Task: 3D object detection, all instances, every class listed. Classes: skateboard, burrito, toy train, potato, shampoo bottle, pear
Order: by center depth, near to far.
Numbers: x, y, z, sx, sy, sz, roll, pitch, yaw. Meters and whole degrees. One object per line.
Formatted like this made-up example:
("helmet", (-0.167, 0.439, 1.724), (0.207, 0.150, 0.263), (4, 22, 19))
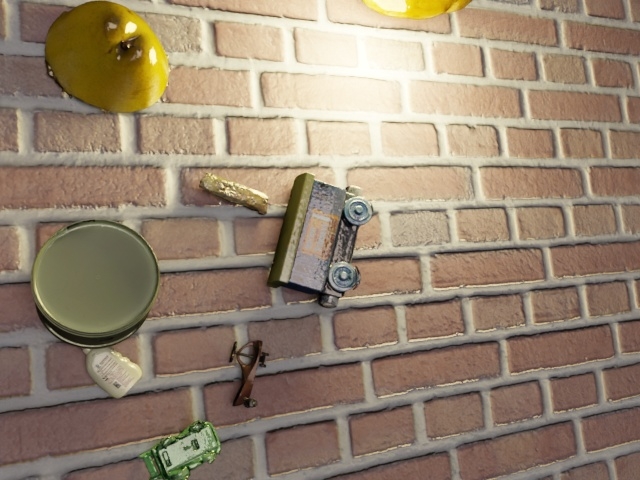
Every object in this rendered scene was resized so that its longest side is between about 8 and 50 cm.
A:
("shampoo bottle", (-0.439, 0.246, 1.186), (0.152, 0.045, 0.077), (44, 68, -13))
("toy train", (-0.285, 0.434, 1.210), (0.149, 0.081, 0.099), (-25, 92, -30))
("pear", (-0.430, -0.412, 1.228), (0.267, 0.178, 0.267), (6, 75, -24))
("skateboard", (-0.166, 0.290, 1.296), (0.080, 0.067, 0.151), (17, 70, -10))
("burrito", (-0.195, -0.109, 1.352), (0.171, 0.042, 0.051), (20, 64, -21))
("toy train", (0.000, 0.000, 1.378), (0.202, 0.131, 0.299), (17, 75, -13))
("potato", (0.267, -0.701, 1.588), (0.369, 0.176, 0.195), (-19, 117, -21))

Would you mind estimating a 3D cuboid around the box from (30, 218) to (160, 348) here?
("box", (-0.432, 0.085, 1.137), (0.226, 0.149, 0.226), (7, 69, -19))
